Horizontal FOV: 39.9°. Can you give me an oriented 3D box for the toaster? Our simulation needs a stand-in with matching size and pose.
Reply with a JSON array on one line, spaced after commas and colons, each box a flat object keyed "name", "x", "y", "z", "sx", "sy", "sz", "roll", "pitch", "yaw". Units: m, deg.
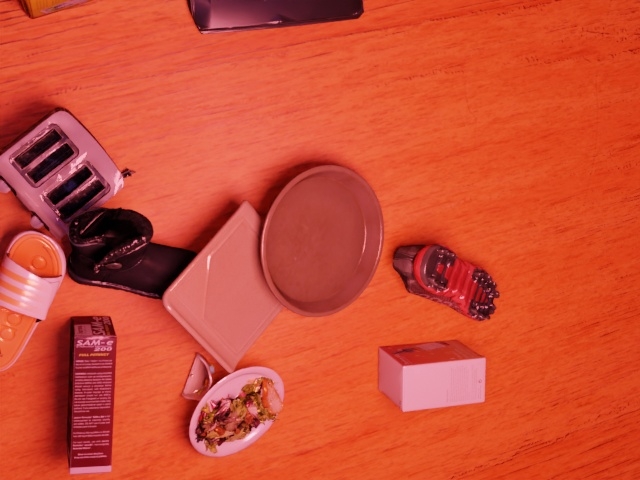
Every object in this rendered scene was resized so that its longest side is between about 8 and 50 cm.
[{"name": "toaster", "x": -0.421, "y": -0.113, "z": 1.438, "sx": 0.186, "sy": 0.110, "sz": 0.168, "roll": -40, "pitch": 109, "yaw": -8}]

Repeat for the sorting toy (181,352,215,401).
[{"name": "sorting toy", "x": -0.212, "y": 0.256, "z": 1.588, "sx": 0.045, "sy": 0.075, "sz": 0.083, "roll": 19, "pitch": 94, "yaw": -20}]

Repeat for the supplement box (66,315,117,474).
[{"name": "supplement box", "x": -0.392, "y": 0.260, "z": 1.503, "sx": 0.073, "sy": 0.130, "sz": 0.239, "roll": 1, "pitch": 100, "yaw": -18}]

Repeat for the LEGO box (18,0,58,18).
[{"name": "LEGO box", "x": -0.377, "y": -0.516, "z": 1.174, "sx": 0.193, "sy": 0.500, "sz": 0.372, "roll": -23, "pitch": 106, "yaw": -12}]

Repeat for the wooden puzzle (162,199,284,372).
[{"name": "wooden puzzle", "x": -0.149, "y": 0.081, "z": 1.543, "sx": 0.238, "sy": 0.044, "sz": 0.221, "roll": -53, "pitch": 132, "yaw": -20}]

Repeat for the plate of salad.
[{"name": "plate of salad", "x": -0.145, "y": 0.318, "z": 1.602, "sx": 0.200, "sy": 0.048, "sz": 0.199, "roll": -22, "pitch": 131, "yaw": -28}]

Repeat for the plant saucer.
[{"name": "plant saucer", "x": 0.000, "y": 0.000, "z": 1.589, "sx": 0.278, "sy": 0.041, "sz": 0.277, "roll": -9, "pitch": 105, "yaw": -37}]

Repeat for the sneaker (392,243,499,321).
[{"name": "sneaker", "x": 0.237, "y": 0.076, "z": 1.691, "sx": 0.276, "sy": 0.135, "sz": 0.097, "roll": 31, "pitch": 76, "yaw": -43}]

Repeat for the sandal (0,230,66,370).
[{"name": "sandal", "x": -0.496, "y": 0.115, "z": 1.452, "sx": 0.102, "sy": 0.076, "sz": 0.265, "roll": 20, "pitch": 104, "yaw": -19}]

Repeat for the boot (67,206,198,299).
[{"name": "boot", "x": -0.292, "y": 0.023, "z": 1.446, "sx": 0.247, "sy": 0.207, "sz": 0.094, "roll": 6, "pitch": 70, "yaw": -17}]

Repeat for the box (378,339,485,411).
[{"name": "box", "x": 0.212, "y": 0.257, "z": 1.694, "sx": 0.171, "sy": 0.130, "sz": 0.090, "roll": -3, "pitch": 101, "yaw": -18}]

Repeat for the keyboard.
[{"name": "keyboard", "x": -0.079, "y": -0.471, "z": 1.526, "sx": 0.317, "sy": 0.033, "sz": 0.201, "roll": -9, "pitch": 109, "yaw": -17}]
